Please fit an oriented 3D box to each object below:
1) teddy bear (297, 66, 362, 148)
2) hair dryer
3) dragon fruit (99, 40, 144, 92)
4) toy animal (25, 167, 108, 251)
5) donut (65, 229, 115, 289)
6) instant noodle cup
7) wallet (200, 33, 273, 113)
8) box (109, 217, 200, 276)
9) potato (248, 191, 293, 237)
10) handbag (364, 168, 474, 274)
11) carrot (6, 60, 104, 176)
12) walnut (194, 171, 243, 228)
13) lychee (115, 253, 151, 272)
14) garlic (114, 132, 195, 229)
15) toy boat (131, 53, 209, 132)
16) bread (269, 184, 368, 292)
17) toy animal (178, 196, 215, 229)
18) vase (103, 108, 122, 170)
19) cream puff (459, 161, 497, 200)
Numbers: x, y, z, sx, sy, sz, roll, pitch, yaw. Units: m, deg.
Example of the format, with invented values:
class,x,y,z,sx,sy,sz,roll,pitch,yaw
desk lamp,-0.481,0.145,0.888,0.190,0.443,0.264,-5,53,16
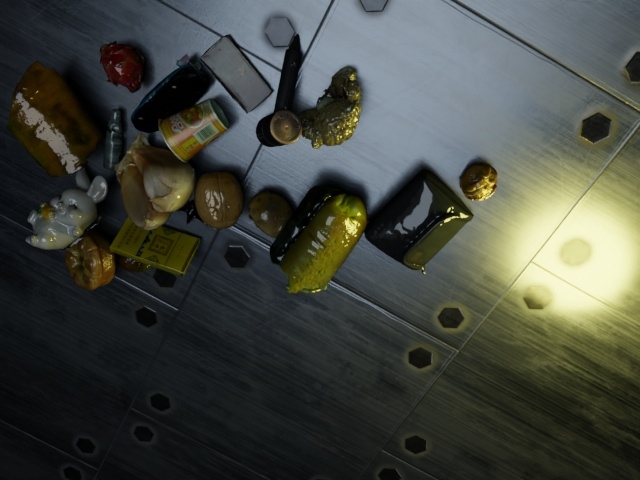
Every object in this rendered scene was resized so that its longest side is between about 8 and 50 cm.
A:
class,x,y,z,sx,sy,sz,roll,pitch,yaw
teddy bear,0.039,-0.378,1.667,0.156,0.256,0.267,41,112,-14
hair dryer,-0.111,-0.471,1.731,0.107,0.189,0.352,12,91,-23
dragon fruit,-0.630,-0.560,1.762,0.166,0.133,0.136,57,150,-13
toy animal,-0.881,-0.099,1.917,0.208,0.154,0.325,24,74,32
donut,-0.848,0.069,2.015,0.226,0.114,0.227,9,105,36
instant noodle cup,-0.406,-0.371,1.793,0.185,0.168,0.168,-29,105,9
wallet,-0.269,-0.534,1.767,0.122,0.031,0.232,-36,105,15
box,-0.593,0.018,1.976,0.279,0.153,0.041,19,147,1
potato,-0.168,-0.090,1.881,0.176,0.137,0.137,36,112,-9
handbag,0.332,-0.039,1.798,0.275,0.178,0.302,41,112,-8
carrot,-0.881,-0.381,1.805,0.241,0.241,0.341,-28,106,18
walnut,-0.345,-0.138,1.870,0.165,0.165,0.197,-3,119,9
lychee,-0.690,0.061,2.024,0.146,0.114,0.114,27,113,-11
garlic,-0.556,-0.178,1.835,0.286,0.249,0.313,-41,65,-1
toy boat,-0.505,-0.477,1.795,0.299,0.134,0.092,-33,67,21
bread,0.000,0.000,1.825,0.251,0.208,0.376,12,120,-45
toy animal,-0.458,-0.106,1.959,0.220,0.062,0.108,23,133,-2
vase,-0.712,-0.350,1.891,0.060,0.060,0.211,15,112,2
cream puff,0.509,-0.182,1.753,0.104,0.119,0.133,20,142,-19
